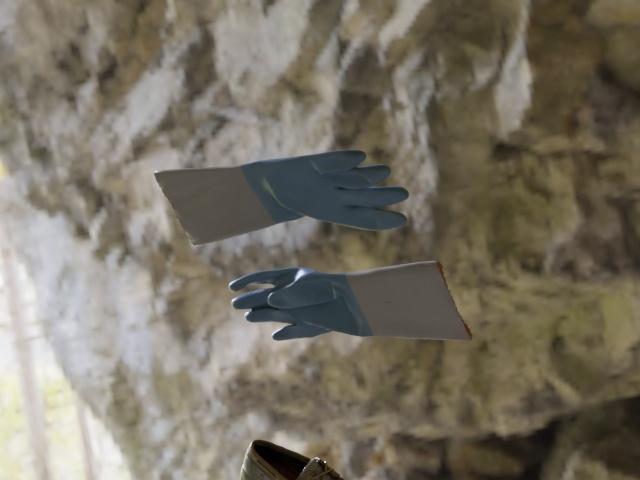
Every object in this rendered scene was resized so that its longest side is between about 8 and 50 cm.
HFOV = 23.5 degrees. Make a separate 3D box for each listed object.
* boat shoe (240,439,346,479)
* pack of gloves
[{"bbox_3d":[-0.011,0.223,1.421,0.135,0.045,0.050,17,33,15],"label":"boat shoe"},{"bbox_3d":[0.000,0.000,1.286,0.232,0.195,0.046,-4,38,35],"label":"pack of gloves"}]
